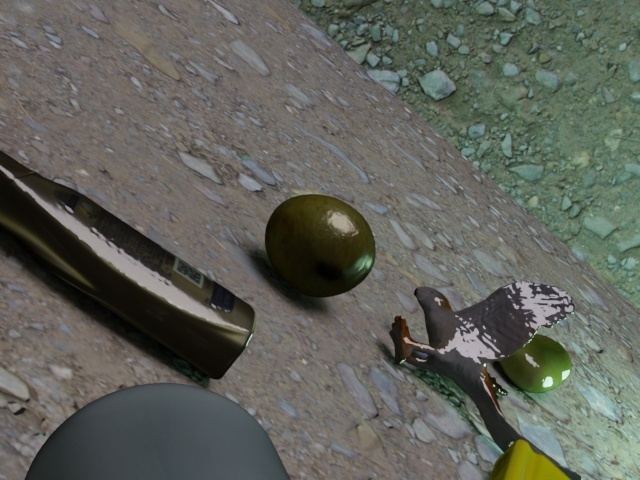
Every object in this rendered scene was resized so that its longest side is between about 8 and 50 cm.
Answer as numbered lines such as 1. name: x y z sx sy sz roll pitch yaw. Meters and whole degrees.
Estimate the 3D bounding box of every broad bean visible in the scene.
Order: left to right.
1. broad bean: 0.368 0.205 2.214 0.124 0.082 0.174 51 18 27

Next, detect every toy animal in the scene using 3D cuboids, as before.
1. toy animal: 0.226 0.211 1.896 0.302 0.225 0.284 19 44 -21

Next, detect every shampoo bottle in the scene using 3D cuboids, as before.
1. shampoo bottle: -0.231 0.016 1.374 0.350 0.084 0.125 35 14 -16

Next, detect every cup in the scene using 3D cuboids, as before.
1. cup: -0.086 0.248 0.863 0.205 0.205 0.312 29 19 -35

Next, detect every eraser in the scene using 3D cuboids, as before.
1. eraser: 0.285 0.353 1.656 0.158 0.069 0.226 40 15 5

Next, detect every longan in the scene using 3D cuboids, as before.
1. longan: 0.000 0.000 1.816 0.154 0.145 0.176 56 19 -30
